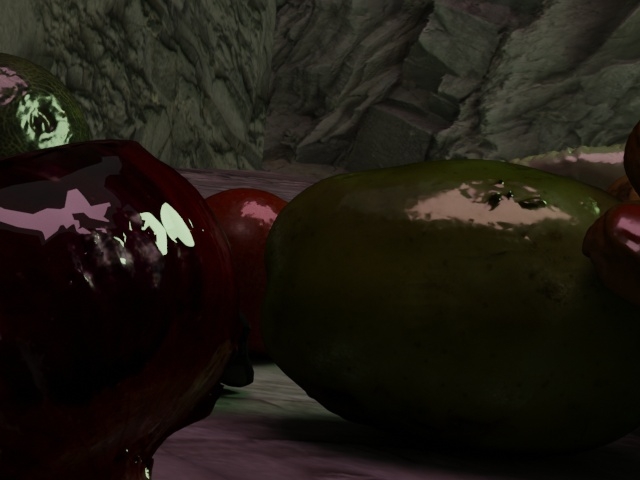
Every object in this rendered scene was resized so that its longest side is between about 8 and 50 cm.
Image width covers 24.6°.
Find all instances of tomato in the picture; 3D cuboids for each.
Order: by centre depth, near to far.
[{"bbox_3d":[-0.066,0.033,1.344,0.167,0.167,0.167,6,6,-1],"label":"tomato"}]

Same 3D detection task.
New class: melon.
[{"bbox_3d":[-0.402,-0.089,1.695,0.237,0.238,0.301,0,-15,-44],"label":"melon"}]

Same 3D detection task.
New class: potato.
[{"bbox_3d":[0.109,0.047,1.057,0.304,0.216,0.216,-1,5,11],"label":"potato"}]

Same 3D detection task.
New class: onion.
[{"bbox_3d":[-0.141,0.065,0.731,0.252,0.219,0.252,-37,-8,-6],"label":"onion"}]

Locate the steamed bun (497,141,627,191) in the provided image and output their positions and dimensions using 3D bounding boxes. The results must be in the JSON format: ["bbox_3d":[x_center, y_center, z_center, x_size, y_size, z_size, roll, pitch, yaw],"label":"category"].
[{"bbox_3d":[0.303,0.009,1.644,0.324,0.220,0.310,-8,-4,-2],"label":"steamed bun"}]

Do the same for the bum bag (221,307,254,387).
[{"bbox_3d":[-0.176,0.046,1.217,0.340,0.095,0.144,9,-38,41],"label":"bum bag"}]

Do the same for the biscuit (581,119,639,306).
[{"bbox_3d":[0.312,0.030,0.940,0.283,0.064,0.432,10,39,-16],"label":"biscuit"}]

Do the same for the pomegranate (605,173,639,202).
[{"bbox_3d":[0.337,0.039,1.189,0.260,0.261,0.260,6,6,-1],"label":"pomegranate"}]
